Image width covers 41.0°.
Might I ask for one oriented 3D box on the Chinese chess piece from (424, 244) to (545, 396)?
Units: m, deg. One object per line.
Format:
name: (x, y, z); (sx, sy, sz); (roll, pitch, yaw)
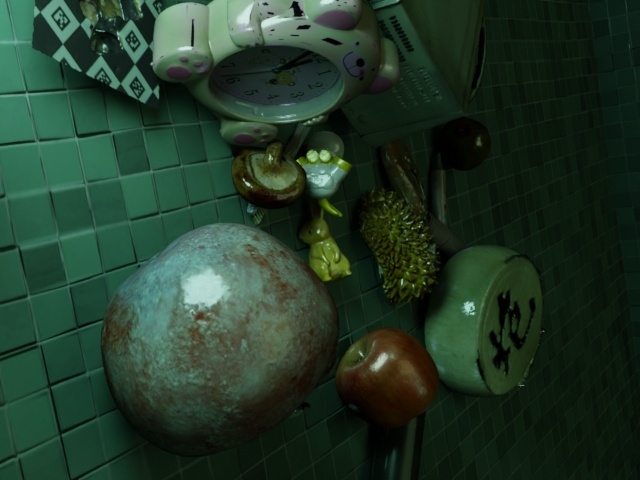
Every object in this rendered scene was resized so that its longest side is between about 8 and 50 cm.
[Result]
Chinese chess piece: (0.381, 0.184, 1.949); (0.349, 0.146, 0.349); (-11, 104, -50)

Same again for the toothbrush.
toothbrush: (-0.047, -0.172, 1.527); (0.037, 0.028, 0.375); (62, 41, -38)

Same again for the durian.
durian: (0.166, 0.002, 1.726); (0.183, 0.138, 0.249); (-46, 116, -38)

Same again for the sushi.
sushi: (-0.309, -0.310, 1.155); (0.231, 0.047, 0.219); (22, 64, -57)

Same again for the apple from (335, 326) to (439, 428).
apple: (0.127, 0.259, 1.588); (0.199, 0.199, 0.199); (11, 77, -54)

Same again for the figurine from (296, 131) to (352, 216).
figurine: (0.007, -0.124, 1.533); (0.178, 0.109, 0.129); (-87, 166, -65)

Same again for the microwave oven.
microwave oven: (0.137, -0.427, 1.612); (0.333, 0.247, 0.394); (49, 42, -38)

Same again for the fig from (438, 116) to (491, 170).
fig: (0.348, -0.213, 2.057); (0.236, 0.124, 0.124); (51, 42, -72)

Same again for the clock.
clock: (-0.058, -0.265, 1.251); (0.284, 0.310, 0.114); (45, 39, -57)

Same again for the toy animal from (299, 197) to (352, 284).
toy animal: (-0.003, 0.001, 1.546); (0.070, 0.083, 0.159); (-15, 87, -29)

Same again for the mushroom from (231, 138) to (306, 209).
mushroom: (-0.084, -0.104, 1.389); (0.127, 0.127, 0.087); (-58, 175, -41)

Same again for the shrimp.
shrimp: (0.189, -0.122, 1.835); (0.236, 0.053, 0.133); (65, 20, -8)

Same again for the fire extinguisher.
fire extinguisher: (0.147, 0.466, 1.653); (0.115, 0.095, 0.311); (22, 66, -24)

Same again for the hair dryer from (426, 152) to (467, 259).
hair dryer: (0.279, -0.082, 1.975); (0.195, 0.054, 0.220); (37, 50, -48)

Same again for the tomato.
tomato: (-0.130, 0.130, 1.122); (0.282, 0.317, 0.316); (52, 43, -12)
